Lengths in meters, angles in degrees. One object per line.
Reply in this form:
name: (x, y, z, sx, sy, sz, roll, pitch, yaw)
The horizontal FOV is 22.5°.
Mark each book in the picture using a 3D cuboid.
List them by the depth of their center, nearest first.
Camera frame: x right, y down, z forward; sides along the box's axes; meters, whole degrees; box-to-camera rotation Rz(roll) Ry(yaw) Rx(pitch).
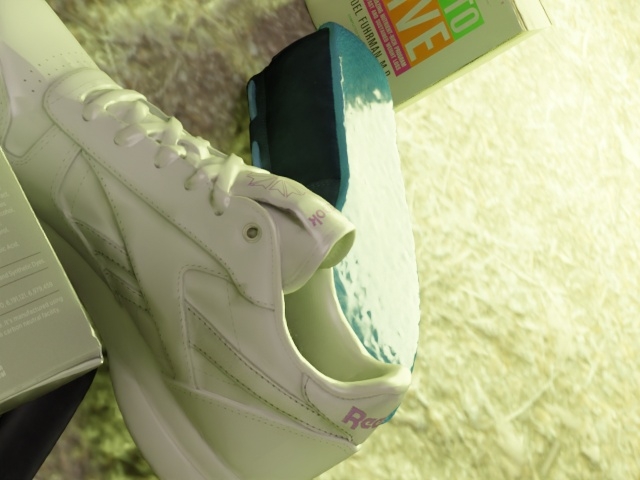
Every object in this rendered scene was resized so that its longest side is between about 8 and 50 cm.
book: (0.063, -0.144, 1.006, 0.035, 0.144, 0.096, -18, 82, -49)

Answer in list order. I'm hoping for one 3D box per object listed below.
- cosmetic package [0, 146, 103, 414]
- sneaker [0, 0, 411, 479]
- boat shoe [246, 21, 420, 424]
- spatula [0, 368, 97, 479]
cosmetic package: (-0.209, -0.024, 0.673, 0.107, 0.127, 0.238, -22, 87, -49)
sneaker: (-0.069, -0.018, 0.782, 0.305, 0.152, 0.114, 56, 25, -3)
boat shoe: (0.000, 0.000, 0.912, 0.109, 0.089, 0.258, 43, 37, -40)
spatula: (-0.156, 0.135, 0.694, 0.084, 0.030, 0.296, 48, 33, -20)
